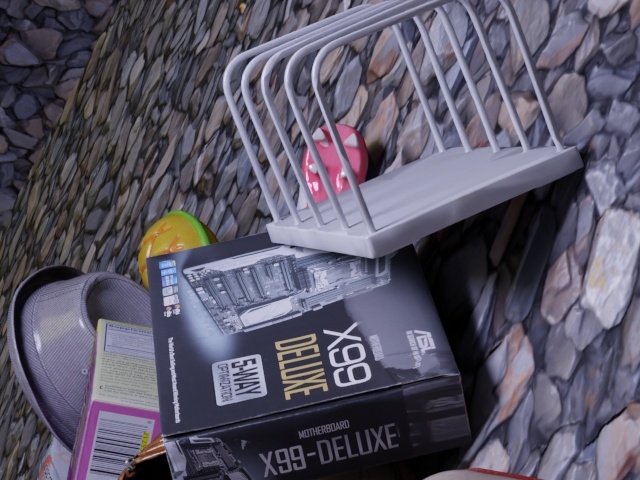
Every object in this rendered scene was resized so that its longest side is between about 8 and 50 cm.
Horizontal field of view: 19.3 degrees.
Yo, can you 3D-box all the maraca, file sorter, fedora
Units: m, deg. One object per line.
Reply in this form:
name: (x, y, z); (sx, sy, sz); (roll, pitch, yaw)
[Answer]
maraca: (-0.162, 0.041, 2.317); (0.186, 0.099, 0.127); (49, 130, 42)
file sorter: (0.053, -0.105, 1.579); (0.173, 0.192, 0.277); (69, 164, -10)
fedora: (-0.253, 0.140, 2.291); (0.124, 0.275, 0.244); (-23, 23, 31)

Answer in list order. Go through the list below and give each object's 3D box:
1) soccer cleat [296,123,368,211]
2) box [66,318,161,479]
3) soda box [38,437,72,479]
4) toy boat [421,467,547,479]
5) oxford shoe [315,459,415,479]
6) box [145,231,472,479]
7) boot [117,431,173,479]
soccer cleat: (0.000, 0.000, 1.941); (0.095, 0.083, 0.248); (49, -127, -75)
box: (-0.215, 0.235, 2.102); (0.243, 0.117, 0.214); (-101, 23, -71)
soda box: (-0.350, 0.352, 2.556); (0.058, 0.063, 0.183); (-60, 20, 28)
toy boat: (0.106, 0.275, 1.242); (0.151, 0.151, 0.231); (77, -156, -64)
oxford shoe: (-0.009, 0.206, 1.614); (0.123, 0.130, 0.348); (-65, 18, 13)
box: (-0.019, 0.090, 1.609); (0.307, 0.242, 0.077); (-104, 1, -62)
boot: (-0.107, 0.179, 1.788); (0.283, 0.109, 0.220); (-46, -7, 0)
